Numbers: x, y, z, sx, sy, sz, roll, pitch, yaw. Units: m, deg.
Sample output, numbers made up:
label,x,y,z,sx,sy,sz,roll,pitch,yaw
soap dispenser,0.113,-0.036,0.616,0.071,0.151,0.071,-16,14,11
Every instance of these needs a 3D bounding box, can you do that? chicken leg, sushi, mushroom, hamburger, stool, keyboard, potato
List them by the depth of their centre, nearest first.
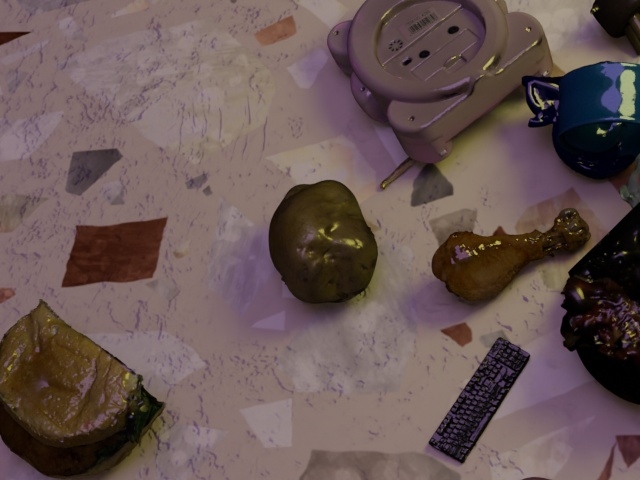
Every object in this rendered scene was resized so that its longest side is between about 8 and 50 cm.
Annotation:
label,x,y,z,sx,sy,sz,roll,pitch,yaw
sushi,0.440,0.107,1.867,0.212,0.215,0.227,-41,80,-5
keyboard,0.231,0.228,1.942,0.060,0.018,0.195,28,71,24
chicken leg,0.287,0.017,2.005,0.252,0.107,0.087,-19,40,-6
hamburger,-0.388,0.242,2.025,0.309,0.132,0.211,34,74,29
potato,0.000,0.003,2.067,0.155,0.137,0.200,-3,55,-23
stool,0.530,-0.391,2.169,0.217,0.125,0.121,-34,75,-28
mushroom,0.196,-0.182,2.188,0.286,0.028,0.026,-42,102,-10

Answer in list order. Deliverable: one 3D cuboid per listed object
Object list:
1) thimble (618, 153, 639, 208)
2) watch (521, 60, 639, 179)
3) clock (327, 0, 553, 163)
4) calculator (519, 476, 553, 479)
label,x,y,z,sx,sy,sz,roll,pitch,yaw
thimble,0.551,-0.078,1.937,0.211,0.185,0.149,-31,57,0
watch,0.424,-0.194,2.011,0.196,0.200,0.171,-3,77,-8
clock,0.183,-0.306,2.194,0.296,0.113,0.322,-38,50,-6
calculator,0.348,0.429,1.785,0.294,0.043,0.194,19,68,27
